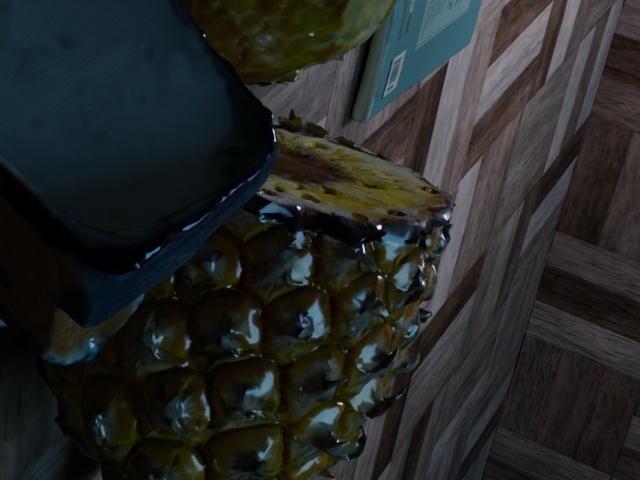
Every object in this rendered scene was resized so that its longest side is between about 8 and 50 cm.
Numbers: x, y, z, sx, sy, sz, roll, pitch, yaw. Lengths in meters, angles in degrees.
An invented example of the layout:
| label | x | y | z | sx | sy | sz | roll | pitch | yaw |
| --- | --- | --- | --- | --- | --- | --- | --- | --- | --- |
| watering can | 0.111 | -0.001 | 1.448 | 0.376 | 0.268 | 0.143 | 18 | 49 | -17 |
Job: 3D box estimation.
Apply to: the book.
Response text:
| label | x | y | z | sx | sy | sz | roll | pitch | yaw |
| --- | --- | --- | --- | --- | --- | --- | --- | --- | --- |
| book | 0.154 | -0.327 | 1.936 | 0.379 | 0.031 | 0.264 | -41 | 150 | -56 |

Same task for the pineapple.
| label | x | y | z | sx | sy | sz | roll | pitch | yaw |
| --- | --- | --- | --- | --- | --- | --- | --- | --- | --- |
| pineapple | -0.071 | 0.049 | 1.237 | 0.352 | 0.352 | 0.300 | -28 | 144 | -64 |

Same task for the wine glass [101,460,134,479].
| label | x | y | z | sx | sy | sz | roll | pitch | yaw |
| --- | --- | --- | --- | --- | --- | --- | --- | --- | --- |
| wine glass | -0.150 | 0.231 | 1.475 | 0.357 | 0.190 | 0.190 | -56 | 161 | -18 |

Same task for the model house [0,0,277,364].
| label | x | y | z | sx | sy | sz | roll | pitch | yaw |
| --- | --- | --- | --- | --- | --- | --- | --- | --- | --- |
| model house | -0.184 | -0.037 | 0.982 | 0.184 | 0.253 | 0.291 | -38 | 166 | -34 |

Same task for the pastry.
| label | x | y | z | sx | sy | sz | roll | pitch | yaw |
| --- | --- | --- | --- | --- | --- | --- | --- | --- | --- |
| pastry | -0.015 | -0.257 | 1.280 | 0.256 | 0.170 | 0.236 | 85 | 29 | -47 |

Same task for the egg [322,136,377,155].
| label | x | y | z | sx | sy | sz | roll | pitch | yaw |
| --- | --- | --- | --- | --- | --- | --- | --- | --- | --- |
| egg | 0.000 | 0.000 | 1.576 | 0.295 | 0.218 | 0.218 | -16 | 128 | -85 |
